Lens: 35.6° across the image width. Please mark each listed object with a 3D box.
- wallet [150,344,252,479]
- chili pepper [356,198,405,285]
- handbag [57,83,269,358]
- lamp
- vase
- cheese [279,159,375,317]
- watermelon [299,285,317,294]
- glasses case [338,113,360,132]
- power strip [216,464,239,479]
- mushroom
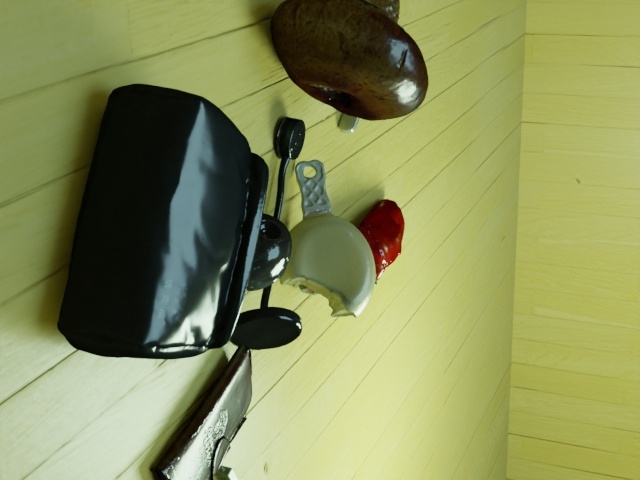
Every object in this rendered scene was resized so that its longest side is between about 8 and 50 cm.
[{"bbox_3d":[-0.157,0.279,1.434,0.255,0.031,0.137,-57,150,-45],"label":"wallet"},{"bbox_3d":[0.105,0.001,1.921,0.387,0.110,0.110,-49,141,-63],"label":"chili pepper"},{"bbox_3d":[-0.154,-0.001,1.164,0.275,0.178,0.301,31,68,-66],"label":"handbag"},{"bbox_3d":[-0.043,-0.010,1.531,0.130,0.109,0.371,65,37,-58],"label":"lamp"},{"bbox_3d":[-0.115,-0.022,1.369,0.183,0.120,0.120,63,36,-25],"label":"vase"},{"bbox_3d":[0.020,-0.004,1.636,0.071,0.163,0.248,143,-42,-74],"label":"cheese"},{"bbox_3d":[-0.003,0.047,1.704,0.084,0.072,0.092,69,25,-85],"label":"watermelon"},{"bbox_3d":[0.057,-0.229,1.819,0.021,0.032,0.083,72,32,-52],"label":"glasses case"},{"bbox_3d":[-0.139,0.366,1.514,0.083,0.027,0.017,71,34,-44],"label":"power strip"},{"bbox_3d":[0.055,-0.298,1.493,0.267,0.267,0.254,-31,143,-63],"label":"mushroom"}]
